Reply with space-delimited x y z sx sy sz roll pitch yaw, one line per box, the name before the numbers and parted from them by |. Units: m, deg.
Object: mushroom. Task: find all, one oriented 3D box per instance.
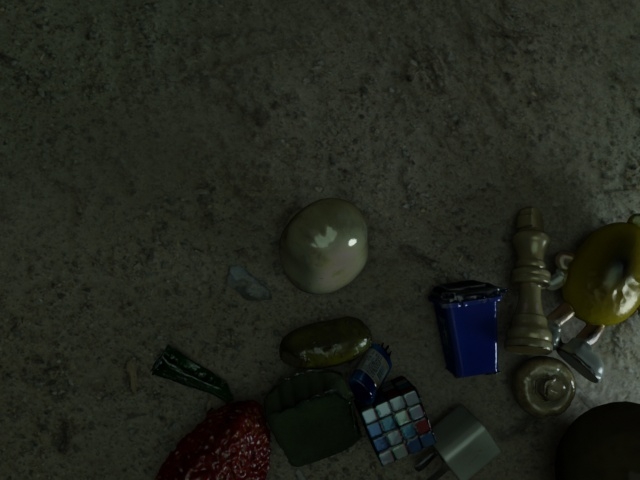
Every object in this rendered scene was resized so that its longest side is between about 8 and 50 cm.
mushroom | 0.000 0.000 1.450 0.260 0.254 0.234 -49 47 14
mushroom | 0.595 0.391 1.498 0.166 0.127 0.166 0 94 -1

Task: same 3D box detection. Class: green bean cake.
green bean cake | -0.015 0.437 1.415 0.222 0.125 0.227 -18 124 0

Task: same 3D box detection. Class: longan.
longan | 0.779 0.610 1.394 0.404 0.336 0.405 -1 84 8

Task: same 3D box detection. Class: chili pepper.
chili pepper | -0.327 0.365 1.477 0.227 0.059 0.088 32 90 -6

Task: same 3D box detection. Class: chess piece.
chess piece | 0.555 0.096 1.490 0.117 0.117 0.397 10 71 -3

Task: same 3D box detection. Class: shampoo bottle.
shampoo bottle | 0.135 0.332 1.450 0.050 0.183 0.087 -30 100 37

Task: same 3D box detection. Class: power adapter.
power adapter | 0.338 0.548 1.463 0.205 0.130 0.125 -37 110 -4

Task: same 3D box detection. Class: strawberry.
strawberry | -0.261 0.559 1.390 0.292 0.292 0.343 20 62 -3

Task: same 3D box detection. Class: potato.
potato | 0.011 0.269 1.455 0.251 0.149 0.113 -17 110 -8

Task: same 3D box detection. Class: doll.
doll | 0.751 0.163 1.504 0.423 0.161 0.348 -28 86 0

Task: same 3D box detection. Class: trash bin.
trash bin | 0.395 0.228 1.482 0.184 0.162 0.235 -7 93 -4

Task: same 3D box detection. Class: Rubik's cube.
Rubik's cube | 0.186 0.459 1.452 0.155 0.154 0.151 -21 89 -4
